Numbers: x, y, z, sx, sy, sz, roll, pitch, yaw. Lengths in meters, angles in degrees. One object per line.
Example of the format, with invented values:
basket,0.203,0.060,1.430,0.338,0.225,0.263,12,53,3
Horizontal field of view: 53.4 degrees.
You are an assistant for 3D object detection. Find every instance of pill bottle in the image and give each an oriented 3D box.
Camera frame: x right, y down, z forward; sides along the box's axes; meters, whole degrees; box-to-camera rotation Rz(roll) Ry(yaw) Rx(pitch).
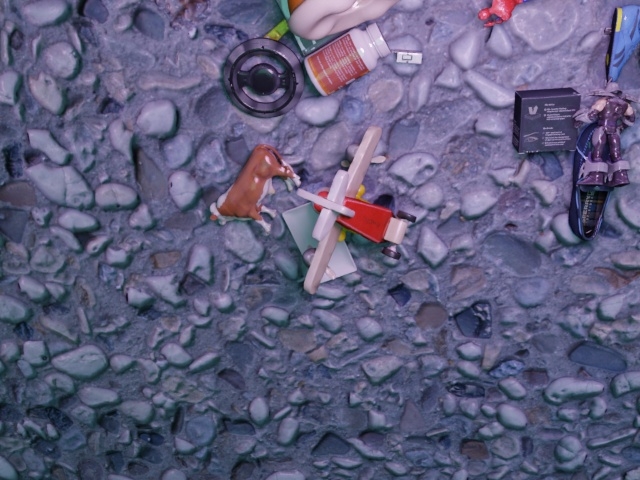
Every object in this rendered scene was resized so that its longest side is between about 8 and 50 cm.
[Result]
pill bottle,0.074,-0.488,1.704,0.216,0.121,0.121,-26,110,16

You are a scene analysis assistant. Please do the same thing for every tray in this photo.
tray,0.000,0.000,1.993,0.145,0.030,0.270,-20,112,13

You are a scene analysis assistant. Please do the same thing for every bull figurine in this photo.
bull figurine,-0.198,-0.137,1.907,0.188,0.101,0.310,30,116,-13

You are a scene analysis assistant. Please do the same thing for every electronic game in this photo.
electronic game,-0.158,-0.451,1.780,0.229,0.048,0.229,2,124,2

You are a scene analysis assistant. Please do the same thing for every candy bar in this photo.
candy bar,-0.123,-0.565,1.741,0.161,0.018,0.040,-37,108,20

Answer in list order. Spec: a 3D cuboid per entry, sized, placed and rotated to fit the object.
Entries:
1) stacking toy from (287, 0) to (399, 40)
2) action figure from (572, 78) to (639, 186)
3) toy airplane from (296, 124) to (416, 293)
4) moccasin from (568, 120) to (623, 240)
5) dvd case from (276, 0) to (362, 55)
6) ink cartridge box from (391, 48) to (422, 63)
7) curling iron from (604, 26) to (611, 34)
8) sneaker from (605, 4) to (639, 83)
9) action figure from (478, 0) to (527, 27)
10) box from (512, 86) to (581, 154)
stacking toy,0.007,-0.757,1.497,0.350,0.350,0.480,-22,94,14
action figure,0.753,-0.286,1.680,0.185,0.099,0.285,4,92,-11
toy airplane,0.058,-0.085,1.793,0.386,0.272,0.385,-35,130,-28
moccasin,0.788,-0.160,1.802,0.137,0.117,0.342,-3,113,7
dvd case,-0.020,-0.639,1.682,0.179,0.030,0.239,-26,110,9
ink cartridge box,0.232,-0.500,1.726,0.083,0.048,0.028,5,116,4
curling iron,0.881,-0.523,1.668,0.273,0.035,0.068,12,116,-1
sneaker,0.790,-0.502,1.646,0.082,0.069,0.209,1,130,11
action figure,0.509,-0.633,1.628,0.280,0.139,0.092,-30,108,-6
box,0.618,-0.330,1.750,0.155,0.093,0.158,-2,116,5
